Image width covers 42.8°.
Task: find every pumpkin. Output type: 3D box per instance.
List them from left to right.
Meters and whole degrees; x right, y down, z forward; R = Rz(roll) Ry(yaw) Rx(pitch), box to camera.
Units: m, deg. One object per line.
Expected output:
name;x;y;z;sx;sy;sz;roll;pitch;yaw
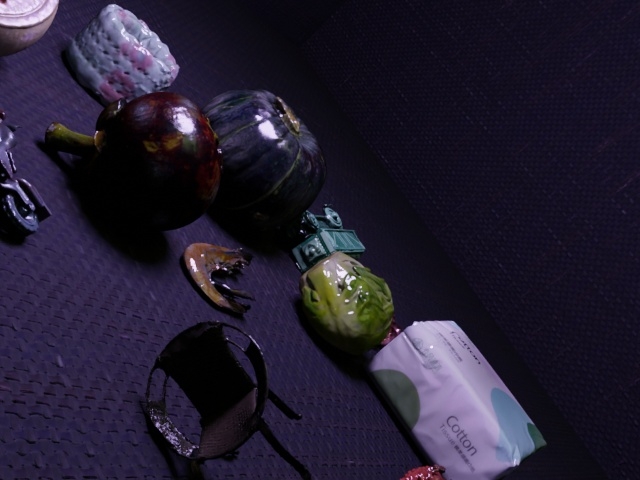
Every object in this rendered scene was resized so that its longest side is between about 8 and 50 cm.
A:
pumpkin;-0.138;-0.178;1.764;0.323;0.241;0.323;47;20;-22

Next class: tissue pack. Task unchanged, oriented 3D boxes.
tissue pack;0.291;0.354;1.741;0.356;0.194;0.266;54;18;21

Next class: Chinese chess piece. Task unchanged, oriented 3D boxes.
Chinese chess piece;-0.561;-0.427;1.324;0.270;0.112;0.270;26;51;-36

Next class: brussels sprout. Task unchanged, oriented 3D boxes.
brussels sprout;0.052;0.137;1.706;0.223;0.161;0.223;23;44;-25

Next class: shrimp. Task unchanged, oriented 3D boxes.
shrimp;-0.163;0.064;1.492;0.152;0.046;0.219;52;20;14

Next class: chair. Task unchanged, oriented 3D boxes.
chair;-0.120;0.220;1.046;0.213;0.174;0.149;55;10;-16

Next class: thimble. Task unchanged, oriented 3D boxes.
thimble;-0.401;-0.362;1.678;0.211;0.149;0.185;52;14;10

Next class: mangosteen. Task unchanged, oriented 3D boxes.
mangosteen;-0.306;-0.132;1.356;0.289;0.231;0.231;1;31;-9

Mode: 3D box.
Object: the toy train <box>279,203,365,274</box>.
toy train;0.000;0.000;1.962;0.154;0.115;0.269;61;18;11

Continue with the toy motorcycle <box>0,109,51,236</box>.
toy motorcycle;-0.443;-0.104;1.109;0.213;0.082;0.122;58;18;-11

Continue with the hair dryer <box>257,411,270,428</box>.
hair dryer;-0.102;0.260;1.262;0.083;0.031;0.079;59;5;-14

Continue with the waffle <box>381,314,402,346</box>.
waffle;0.106;0.160;1.964;0.221;0.055;0.234;58;23;21

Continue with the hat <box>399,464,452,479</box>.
hat;0.135;0.461;1.243;0.237;0.107;0.286;45;40;-14
